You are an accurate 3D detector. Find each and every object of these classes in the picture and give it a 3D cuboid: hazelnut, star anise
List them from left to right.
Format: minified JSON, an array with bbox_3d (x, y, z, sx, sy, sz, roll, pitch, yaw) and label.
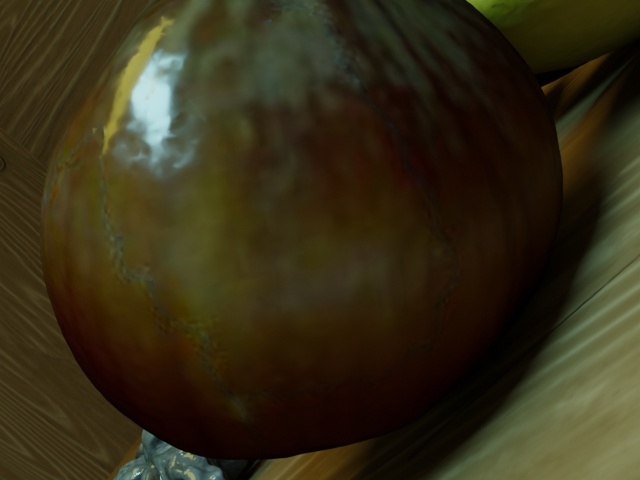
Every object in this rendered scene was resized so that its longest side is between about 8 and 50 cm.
[{"bbox_3d":[-0.177,0.272,1.059,0.316,0.139,0.359,-45,8,-26],"label":"star anise"},{"bbox_3d":[-0.001,-0.035,0.654,0.359,0.359,0.409,-45,0,44],"label":"hazelnut"}]

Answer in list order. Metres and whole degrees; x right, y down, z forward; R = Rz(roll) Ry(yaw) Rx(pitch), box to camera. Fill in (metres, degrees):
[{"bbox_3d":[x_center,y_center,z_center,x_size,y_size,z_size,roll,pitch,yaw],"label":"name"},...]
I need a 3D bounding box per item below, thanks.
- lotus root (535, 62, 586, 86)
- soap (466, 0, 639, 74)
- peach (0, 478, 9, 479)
[{"bbox_3d":[0.271,-0.291,0.959,0.397,0.179,0.196,-33,17,8],"label":"lotus root"},{"bbox_3d":[0.289,-0.267,0.694,0.306,0.115,0.427,-19,-15,-43],"label":"soap"},{"bbox_3d":[-0.291,0.334,0.683,0.281,0.315,0.314,-24,13,41],"label":"peach"}]
